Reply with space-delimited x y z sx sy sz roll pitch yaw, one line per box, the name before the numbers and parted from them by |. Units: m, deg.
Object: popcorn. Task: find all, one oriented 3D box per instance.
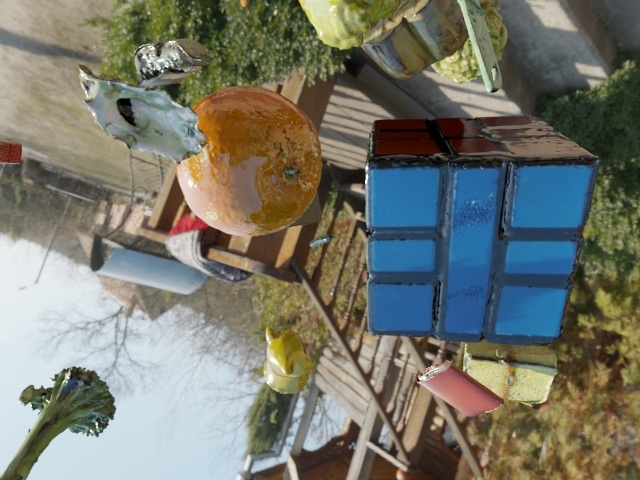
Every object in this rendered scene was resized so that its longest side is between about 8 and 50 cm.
popcorn | 0.606 -0.808 1.825 0.336 0.279 0.274 -35 116 29
popcorn | 0.067 -0.570 0.962 0.235 0.250 0.241 39 164 42

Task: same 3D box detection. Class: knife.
knife | 0.197 -0.320 0.596 0.043 0.292 0.020 5 159 -36

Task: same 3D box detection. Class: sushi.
sushi | -0.424 -0.526 1.275 0.134 0.109 0.273 -24 -165 -39

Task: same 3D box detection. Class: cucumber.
cucumber | 0.000 0.000 1.828 0.033 0.036 0.184 -18 178 -26

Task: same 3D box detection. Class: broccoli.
broccoli | -0.386 0.275 0.634 0.118 0.204 0.122 -26 112 31

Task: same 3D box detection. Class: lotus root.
lotus root | 0.262 -0.573 1.195 0.250 0.316 0.316 38 164 -34

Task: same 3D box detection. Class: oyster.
oyster | -0.298 -0.210 0.765 0.209 0.132 0.071 8 -141 -15

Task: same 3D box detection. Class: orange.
orange | -0.177 -0.210 1.231 0.326 0.423 0.424 13 173 37

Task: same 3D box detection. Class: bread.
bread | 0.579 0.415 1.394 0.264 0.198 0.236 0 168 17

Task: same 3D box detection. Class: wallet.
wallet | 0.396 0.425 1.281 0.204 0.045 0.142 35 134 -10

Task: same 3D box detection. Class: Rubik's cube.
Rubik's cube | 0.213 -0.033 0.706 0.284 0.288 0.293 1 -153 11

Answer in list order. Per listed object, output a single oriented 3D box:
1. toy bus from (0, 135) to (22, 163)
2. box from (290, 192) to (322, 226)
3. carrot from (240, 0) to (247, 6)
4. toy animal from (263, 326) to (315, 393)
toy bus | -0.931 -0.250 1.224 0.090 0.081 0.195 16 -170 15
box | -0.145 -0.144 1.555 0.058 0.211 0.350 -12 180 45
carrot | -0.267 -0.853 1.559 0.061 0.061 0.257 19 -177 -14
toy animal | -0.094 0.345 1.266 0.156 0.156 0.229 16 140 14
